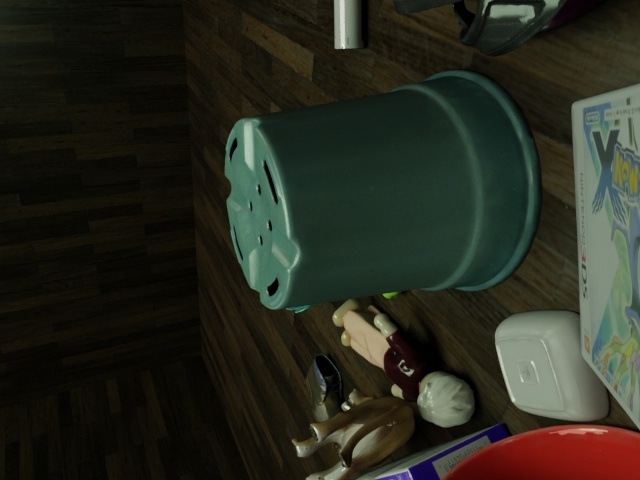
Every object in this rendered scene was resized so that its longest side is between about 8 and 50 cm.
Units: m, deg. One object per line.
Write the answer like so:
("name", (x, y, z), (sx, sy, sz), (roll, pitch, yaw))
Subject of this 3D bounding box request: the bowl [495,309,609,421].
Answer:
("bowl", (0.287, 0.166, 0.677), (0.142, 0.053, 0.142), (-25, 79, 66))

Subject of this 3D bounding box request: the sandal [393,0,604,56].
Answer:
("sandal", (0.224, -0.245, 0.525), (0.446, 0.168, 0.107), (34, 148, 58))

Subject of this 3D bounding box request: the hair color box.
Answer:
("hair color box", (0.170, 0.419, 0.878), (0.110, 0.185, 0.339), (67, 154, 20))

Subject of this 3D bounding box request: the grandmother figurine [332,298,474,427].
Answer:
("grandmother figurine", (0.147, 0.220, 0.965), (0.342, 0.104, 0.207), (34, 158, 54))

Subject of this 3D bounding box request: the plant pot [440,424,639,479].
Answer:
("plant pot", (0.283, 0.372, 0.553), (0.275, 0.275, 0.243), (-20, 92, 66))

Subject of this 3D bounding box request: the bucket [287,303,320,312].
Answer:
("bucket", (0.000, 0.000, 1.079), (0.281, 0.183, 0.281), (170, 90, -66))

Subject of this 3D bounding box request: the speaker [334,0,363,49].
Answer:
("speaker", (0.051, -0.419, 0.944), (0.055, 0.055, 0.136), (32, 128, 59))

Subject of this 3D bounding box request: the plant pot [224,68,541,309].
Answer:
("plant pot", (0.058, -0.059, 0.743), (0.341, 0.334, 0.341), (41, 137, 55))

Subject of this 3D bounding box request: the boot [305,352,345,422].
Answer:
("boot", (0.018, 0.396, 1.331), (0.106, 0.082, 0.219), (98, 152, -41))

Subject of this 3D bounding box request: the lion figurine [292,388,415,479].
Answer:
("lion figurine", (0.087, 0.342, 0.920), (0.142, 0.240, 0.392), (67, 161, 13))

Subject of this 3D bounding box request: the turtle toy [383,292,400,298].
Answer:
("turtle toy", (0.122, 0.052, 0.962), (0.066, 0.095, 0.130), (25, 142, 34))

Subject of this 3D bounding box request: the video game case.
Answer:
("video game case", (0.277, 0.020, 0.435), (0.329, 0.036, 0.299), (-45, -51, -76))
